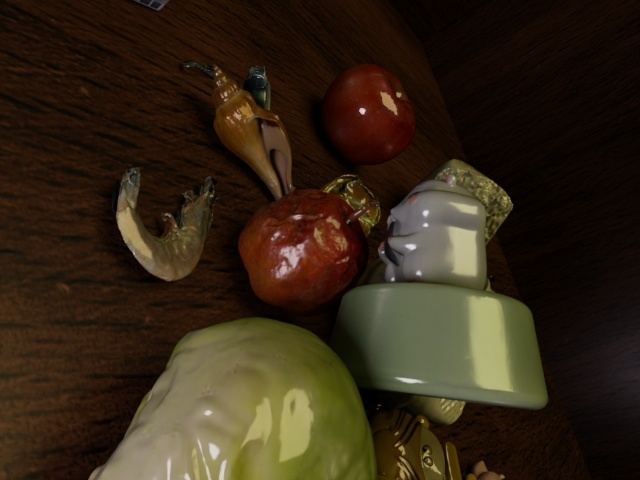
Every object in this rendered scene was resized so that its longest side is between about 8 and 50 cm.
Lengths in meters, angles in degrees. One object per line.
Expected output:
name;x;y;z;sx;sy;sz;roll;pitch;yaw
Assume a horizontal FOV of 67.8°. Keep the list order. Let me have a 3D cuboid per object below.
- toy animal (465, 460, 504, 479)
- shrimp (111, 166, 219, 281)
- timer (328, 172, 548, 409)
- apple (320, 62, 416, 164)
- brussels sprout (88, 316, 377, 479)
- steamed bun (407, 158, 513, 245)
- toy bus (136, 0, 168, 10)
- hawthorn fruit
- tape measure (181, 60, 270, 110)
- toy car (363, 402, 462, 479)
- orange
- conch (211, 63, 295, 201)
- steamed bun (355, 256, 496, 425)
toy animal;0.395;0.578;1.119;0.114;0.082;0.091;-8;76;-61
shrimp;-0.212;-0.046;0.662;0.152;0.046;0.219;51;32;-29
timer;0.160;0.061;0.680;0.291;0.291;0.315;26;65;-48
apple;0.123;-0.332;1.260;0.260;0.217;0.260;38;38;-37
brussels sprout;-0.077;0.219;0.494;0.317;0.243;0.273;26;71;-42
steamed bun;0.388;-0.119;1.469;0.272;0.290;0.273;34;22;-34
toy bus;-0.311;-0.429;0.796;0.036;0.052;0.131;62;26;6
hawthorn fruit;0.000;0.000;0.765;0.207;0.243;0.207;40;30;-29
tape measure;-0.178;-0.275;0.913;0.180;0.104;0.107;5;87;-19
toy car;0.145;0.379;0.803;0.248;0.142;0.200;38;37;-42
orange;0.049;-0.060;1.033;0.170;0.112;0.160;5;73;-31
conch;-0.111;-0.170;0.881;0.330;0.109;0.093;61;-5;-34
steamed bun;0.192;0.157;0.968;0.347;0.238;0.393;-15;113;-42
